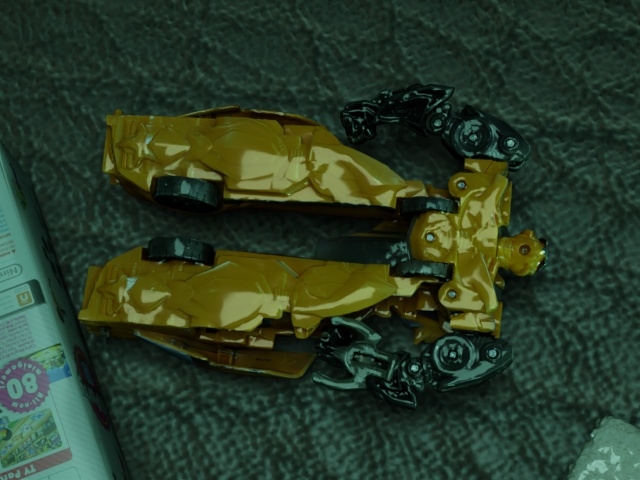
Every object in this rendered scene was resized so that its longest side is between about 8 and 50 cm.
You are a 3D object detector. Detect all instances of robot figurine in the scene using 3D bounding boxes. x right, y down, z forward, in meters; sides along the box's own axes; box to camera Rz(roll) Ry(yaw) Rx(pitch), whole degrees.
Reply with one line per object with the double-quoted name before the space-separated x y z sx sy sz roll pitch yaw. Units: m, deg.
"robot figurine" 0.000 0.000 1.276 0.291 0.085 0.211 5 76 6

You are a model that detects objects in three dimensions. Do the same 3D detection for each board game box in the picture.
"board game box" -0.253 0.115 1.258 0.224 0.097 0.303 -20 73 0

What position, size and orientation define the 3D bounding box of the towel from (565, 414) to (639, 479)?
"towel" 0.183 0.264 1.212 0.187 0.049 0.282 30 79 10
